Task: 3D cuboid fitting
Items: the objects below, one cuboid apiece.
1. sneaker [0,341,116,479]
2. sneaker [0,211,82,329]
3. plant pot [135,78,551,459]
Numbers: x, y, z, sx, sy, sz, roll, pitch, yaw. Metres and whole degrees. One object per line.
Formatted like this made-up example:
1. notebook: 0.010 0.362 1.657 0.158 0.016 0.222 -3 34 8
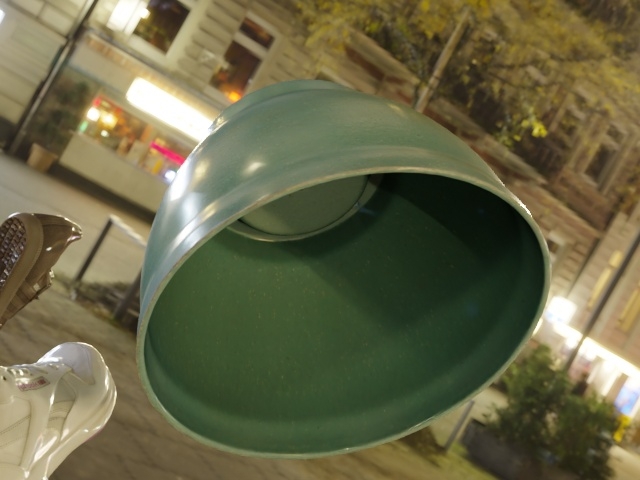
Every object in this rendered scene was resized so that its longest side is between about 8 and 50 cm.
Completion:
1. sneaker: -0.298 0.162 0.907 0.305 0.114 0.152 -72 145 -67
2. sneaker: -0.290 0.048 0.861 0.071 0.188 0.066 0 52 -51
3. plant pot: 0.000 0.000 0.696 0.293 0.293 0.196 29 29 -37
